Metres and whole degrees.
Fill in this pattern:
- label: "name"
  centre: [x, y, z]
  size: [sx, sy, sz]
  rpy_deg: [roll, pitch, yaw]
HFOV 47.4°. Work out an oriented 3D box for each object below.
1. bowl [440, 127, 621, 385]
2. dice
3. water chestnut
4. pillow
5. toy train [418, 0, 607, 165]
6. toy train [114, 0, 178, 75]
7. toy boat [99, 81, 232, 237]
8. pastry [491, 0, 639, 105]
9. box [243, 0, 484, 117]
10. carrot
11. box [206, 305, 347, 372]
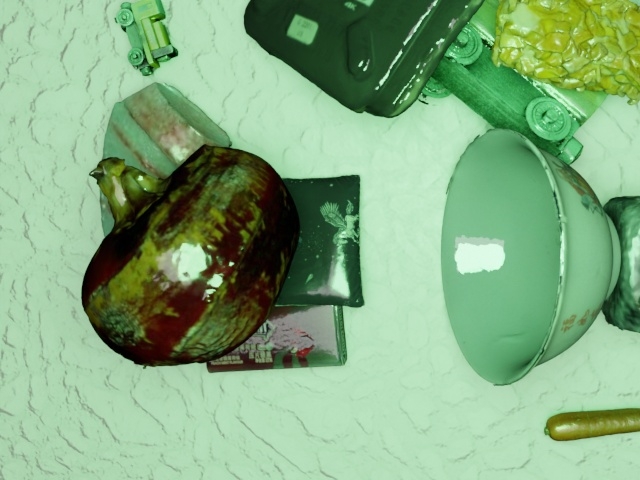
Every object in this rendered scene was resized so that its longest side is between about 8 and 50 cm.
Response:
- label: "bowl"
  centre: [0.299, 0.022, 0.994]
  size: [0.157, 0.345, 0.346]
  rpy_deg: [1, 95, -14]
- label: "dice"
  centre: [0.489, 0.030, 1.007]
  size: [0.182, 0.181, 0.183]
  rpy_deg: [0, 94, 7]
- label: "water chestnut"
  centre: [-0.199, 0.006, 1.011]
  size: [0.302, 0.350, 0.350]
  rpy_deg: [41, 100, -14]
- label: "pillow"
  centre: [0.000, 0.000, 1.123]
  size: [0.141, 0.055, 0.209]
  rpy_deg: [-1, 77, 10]
- label: "toy train"
  centre: [0.267, -0.237, 1.060]
  size: [0.307, 0.126, 0.189]
  rpy_deg: [40, 61, 3]
- label: "toy train"
  centre: [-0.278, -0.327, 1.165]
  size: [0.081, 0.050, 0.122]
  rpy_deg: [-19, 90, 3]
- label: "toy boat"
  centre: [-0.286, -0.102, 1.175]
  size: [0.206, 0.096, 0.282]
  rpy_deg: [39, 112, 1]
- label: "pastry"
  centre: [0.333, -0.274, 0.966]
  size: [0.249, 0.102, 0.154]
  rpy_deg: [11, 74, -16]
- label: "box"
  centre: [0.071, -0.374, 1.009]
  size: [0.350, 0.091, 0.359]
  rpy_deg: [-55, 49, 8]
- label: "carrot"
  centre: [0.463, 0.274, 1.102]
  size: [0.247, 0.043, 0.043]
  rpy_deg: [-7, 94, 7]
- label: "box"
  centre: [-0.073, 0.147, 1.162]
  size: [0.223, 0.069, 0.120]
  rpy_deg: [-3, 94, 11]
